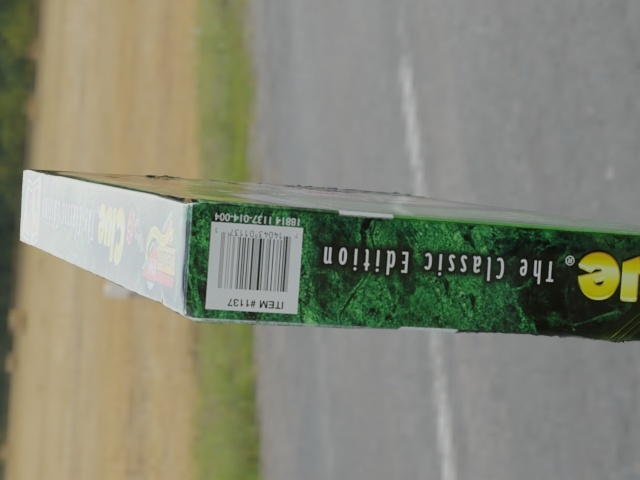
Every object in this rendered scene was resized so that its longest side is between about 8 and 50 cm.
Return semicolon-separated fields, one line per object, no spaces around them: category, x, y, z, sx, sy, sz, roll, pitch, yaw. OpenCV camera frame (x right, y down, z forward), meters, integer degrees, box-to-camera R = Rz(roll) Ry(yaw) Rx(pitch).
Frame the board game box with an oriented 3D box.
board game box;0.000;0.000;0.549;0.259;0.136;0.030;-167;83;-74
